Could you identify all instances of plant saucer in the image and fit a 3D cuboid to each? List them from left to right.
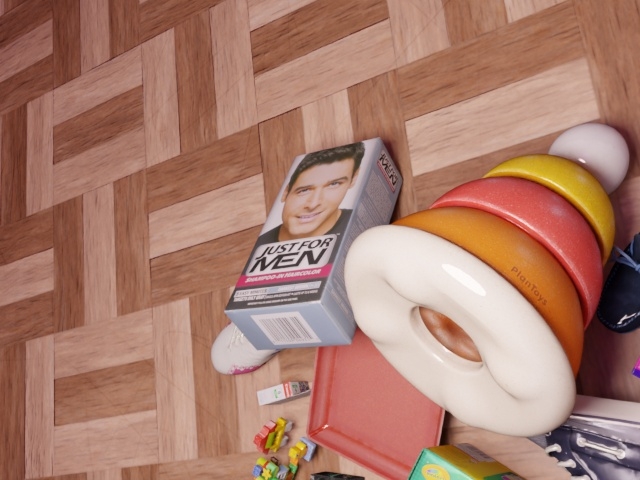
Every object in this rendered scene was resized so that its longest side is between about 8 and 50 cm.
[{"bbox_3d":[0.101,0.260,1.244,0.258,0.047,0.259,18,108,35],"label":"plant saucer"}]

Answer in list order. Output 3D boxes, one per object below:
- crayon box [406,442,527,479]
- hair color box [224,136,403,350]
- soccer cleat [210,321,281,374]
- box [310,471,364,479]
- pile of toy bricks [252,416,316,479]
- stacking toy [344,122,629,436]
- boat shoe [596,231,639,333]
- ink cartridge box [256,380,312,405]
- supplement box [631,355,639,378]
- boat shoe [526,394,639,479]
[{"bbox_3d":[0.277,0.398,1.062,0.278,0.165,0.081,27,95,35],"label":"crayon box"},{"bbox_3d":[0.000,0.000,1.258,0.185,0.114,0.374,-9,42,31],"label":"hair color box"},{"bbox_3d":[-0.103,0.157,1.380,0.331,0.143,0.116,-27,64,25],"label":"soccer cleat"},{"bbox_3d":[0.028,0.438,1.286,0.083,0.052,0.062,-3,79,32],"label":"box"},{"bbox_3d":[-0.088,0.434,1.313,0.118,0.105,0.212,26,106,36],"label":"pile of toy bricks"},{"bbox_3d":[0.300,0.001,1.047,0.350,0.351,0.480,29,60,34],"label":"stacking toy"},{"bbox_3d":[0.474,0.013,1.063,0.109,0.089,0.258,32,98,34],"label":"boat shoe"},{"bbox_3d":[-0.053,0.277,1.369,0.115,0.063,0.029,-23,70,27],"label":"ink cartridge box"},{"bbox_3d":[0.526,0.110,0.994,0.114,0.111,0.220,29,95,35],"label":"supplement box"},{"bbox_3d":[0.367,0.302,1.045,0.340,0.127,0.158,0,73,33],"label":"boat shoe"}]
